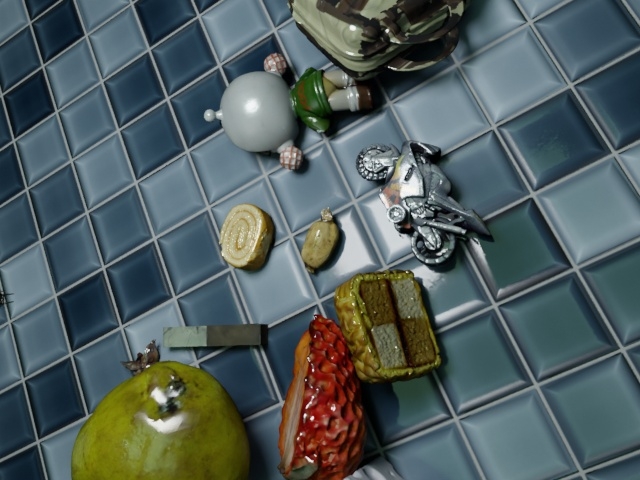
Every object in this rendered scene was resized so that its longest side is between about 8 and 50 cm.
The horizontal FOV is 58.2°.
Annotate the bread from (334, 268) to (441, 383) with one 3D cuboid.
[{"bbox_3d":[0.128,0.170,1.129,0.181,0.096,0.222,-9,73,-27],"label":"bread"}]

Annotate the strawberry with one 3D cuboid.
[{"bbox_3d":[0.014,0.317,1.130,0.149,0.265,0.336,11,64,-7],"label":"strawberry"}]

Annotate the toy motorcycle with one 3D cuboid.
[{"bbox_3d":[0.205,-0.098,1.181,0.173,0.108,0.307,-34,73,6],"label":"toy motorcycle"}]

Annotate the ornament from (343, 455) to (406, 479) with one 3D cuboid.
[{"bbox_3d":[0.103,0.573,1.022,0.240,0.239,0.239,36,92,22],"label":"ornament"}]

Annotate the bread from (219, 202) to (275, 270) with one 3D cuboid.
[{"bbox_3d":[-0.171,-0.008,1.324,0.122,0.073,0.149,15,84,27],"label":"bread"}]

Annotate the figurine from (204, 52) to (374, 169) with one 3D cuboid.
[{"bbox_3d":[-0.068,-0.303,1.290,0.370,0.167,0.281,-11,81,9],"label":"figurine"}]

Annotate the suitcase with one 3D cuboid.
[{"bbox_3d":[0.141,-0.489,1.202,0.351,0.194,0.339,-36,68,-13],"label":"suitcase"}]

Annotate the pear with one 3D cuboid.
[{"bbox_3d":[-0.310,0.441,1.154,0.352,0.352,0.413,28,109,22],"label":"pear"}]

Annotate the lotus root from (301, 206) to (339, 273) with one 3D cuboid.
[{"bbox_3d":[0.000,0.000,1.261,0.072,0.063,0.152,16,90,32],"label":"lotus root"}]

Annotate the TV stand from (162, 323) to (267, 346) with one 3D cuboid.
[{"bbox_3d":[-0.245,0.219,1.323,0.256,0.040,0.049,-5,80,19],"label":"TV stand"}]

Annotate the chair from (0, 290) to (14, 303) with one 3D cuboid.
[{"bbox_3d":[-0.884,0.158,1.570,0.086,0.042,0.037,-10,73,18],"label":"chair"}]

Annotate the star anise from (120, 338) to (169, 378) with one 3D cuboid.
[{"bbox_3d":[-0.406,0.315,1.356,0.124,0.056,0.129,-33,71,11],"label":"star anise"}]
